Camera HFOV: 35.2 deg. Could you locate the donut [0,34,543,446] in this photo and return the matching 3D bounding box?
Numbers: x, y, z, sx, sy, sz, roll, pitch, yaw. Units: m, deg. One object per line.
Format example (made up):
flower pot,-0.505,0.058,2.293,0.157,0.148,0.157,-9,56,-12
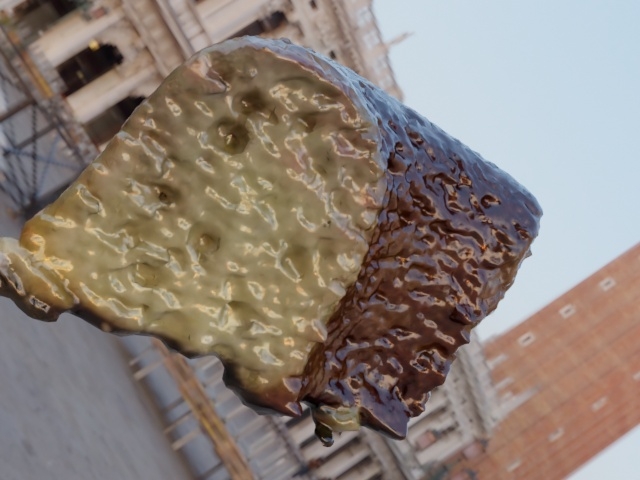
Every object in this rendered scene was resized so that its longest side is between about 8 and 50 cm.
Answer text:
donut,-0.008,-0.007,0.392,0.186,0.126,0.144,35,18,-18
